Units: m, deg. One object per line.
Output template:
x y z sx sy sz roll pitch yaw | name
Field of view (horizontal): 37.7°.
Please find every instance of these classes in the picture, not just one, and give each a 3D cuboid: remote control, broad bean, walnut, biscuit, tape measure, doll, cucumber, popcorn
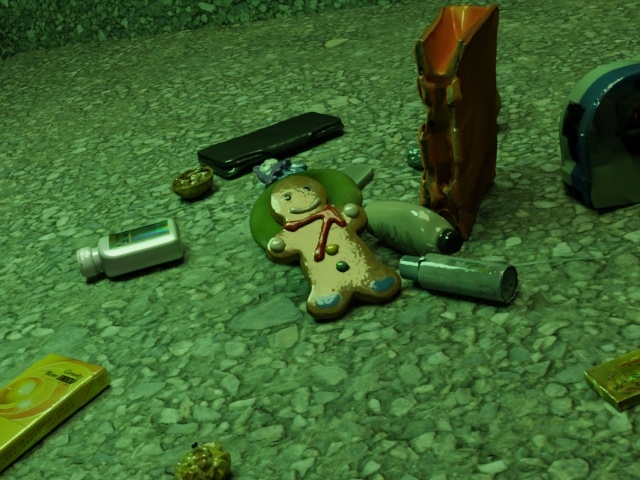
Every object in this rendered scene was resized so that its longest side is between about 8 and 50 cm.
0.043 -0.114 2.124 0.077 0.022 0.245 8 34 31 | remote control
-0.024 -0.054 1.923 0.238 0.119 0.291 -40 34 -16 | broad bean
-0.307 -0.133 2.280 0.091 0.052 0.121 14 39 39 | walnut
0.001 -0.002 1.740 0.205 0.049 0.324 -19 55 -11 | biscuit
0.599 -0.218 1.845 0.259 0.262 0.138 -18 17 -11 | tape measure
-0.071 -0.150 2.203 0.205 0.067 0.110 14 45 25 | doll
0.254 -0.193 2.151 0.112 0.064 0.064 -5 28 20 | cucumber
-0.169 0.313 1.324 0.084 0.084 0.084 -10 27 5 | popcorn

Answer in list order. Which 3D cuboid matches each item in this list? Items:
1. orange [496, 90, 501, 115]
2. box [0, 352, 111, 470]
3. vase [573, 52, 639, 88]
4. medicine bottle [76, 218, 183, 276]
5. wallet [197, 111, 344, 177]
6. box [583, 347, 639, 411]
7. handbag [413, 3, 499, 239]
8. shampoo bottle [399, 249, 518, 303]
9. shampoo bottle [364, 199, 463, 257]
0.359 -0.324 2.269 0.154 0.155 0.134 -5 69 15 | orange
-0.497 0.285 1.561 0.152 0.043 0.269 8 34 35 | box
0.779 -0.387 2.202 0.360 0.165 0.165 -23 28 -12 | vase
-0.404 0.022 1.993 0.219 0.078 0.115 -15 28 -6 | medicine bottle
-0.124 -0.262 2.456 0.377 0.051 0.197 -24 26 -23 | wallet
0.468 0.189 1.347 0.156 0.022 0.089 -18 27 -11 | box
0.266 -0.237 1.843 0.116 0.410 0.303 7 31 21 | handbag
0.237 0.060 1.647 0.214 0.072 0.072 9 34 37 | shampoo bottle
0.176 -0.019 1.771 0.078 0.127 0.257 -35 27 -18 | shampoo bottle
